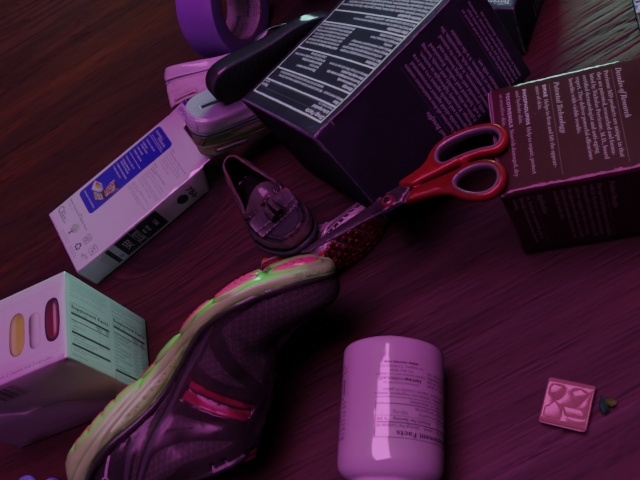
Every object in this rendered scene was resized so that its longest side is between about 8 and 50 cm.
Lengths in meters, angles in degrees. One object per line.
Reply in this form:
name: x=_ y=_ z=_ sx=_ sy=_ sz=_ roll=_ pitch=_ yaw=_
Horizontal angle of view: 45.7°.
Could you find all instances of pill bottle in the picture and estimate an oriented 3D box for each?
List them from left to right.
pill bottle: x=0.087 y=0.245 z=0.936 sx=0.131 sy=0.131 sz=0.229 roll=-7 pitch=61 yaw=23

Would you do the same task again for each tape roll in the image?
tape roll: x=-0.177 y=-0.433 z=1.398 sx=0.080 sy=0.189 sz=0.189 roll=7 pitch=67 yaw=29

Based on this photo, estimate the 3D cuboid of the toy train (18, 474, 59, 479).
toy train: x=-0.387 y=0.406 z=1.114 sx=0.184 sy=0.080 sz=0.105 roll=-1 pitch=69 yaw=25

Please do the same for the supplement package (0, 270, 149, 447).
supplement package: x=-0.432 y=0.192 z=1.172 sx=0.262 sy=0.204 sz=0.145 roll=-24 pitch=56 yaw=14

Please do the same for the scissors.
scissors: x=0.103 y=-0.065 z=0.978 sx=0.297 sy=0.021 sz=0.109 roll=-18 pitch=60 yaw=24

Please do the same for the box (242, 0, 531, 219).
box: x=0.083 y=-0.224 z=1.112 sx=0.294 sy=0.183 sz=0.296 roll=-45 pitch=31 yaw=-3

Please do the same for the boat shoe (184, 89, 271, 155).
boat shoe: x=-0.086 y=-0.236 z=1.285 sx=0.302 sy=0.094 sz=0.109 roll=-22 pitch=57 yaw=-15

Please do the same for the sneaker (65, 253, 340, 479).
sneaker: x=-0.133 y=0.206 z=1.042 sx=0.202 sy=0.185 sz=0.483 roll=44 pitch=102 yaw=2

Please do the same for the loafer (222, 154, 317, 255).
loafer: x=-0.093 y=-0.059 z=1.166 sx=0.096 sy=0.084 sz=0.267 roll=-42 pitch=32 yaw=-3

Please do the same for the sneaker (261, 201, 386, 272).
sneaker: x=0.000 y=0.000 z=1.139 sx=0.225 sy=0.088 sz=0.092 roll=-37 pitch=53 yaw=3

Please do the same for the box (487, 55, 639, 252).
box: x=0.338 y=-0.105 z=0.980 sx=0.203 sy=0.168 sz=0.167 roll=-11 pitch=59 yaw=20

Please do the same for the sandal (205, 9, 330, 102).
sandal: x=-0.074 y=-0.309 z=1.219 sx=0.255 sy=0.097 sz=0.054 roll=-27 pitch=59 yaw=-19

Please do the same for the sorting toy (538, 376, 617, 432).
sorting toy: x=0.313 y=0.202 z=0.922 sx=0.083 sy=0.012 sz=0.062 roll=7 pitch=62 yaw=33

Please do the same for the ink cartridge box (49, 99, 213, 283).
ink cartridge box: x=-0.320 y=-0.089 z=1.357 sx=0.333 sy=0.065 sz=0.165 roll=-39 pitch=54 yaw=3

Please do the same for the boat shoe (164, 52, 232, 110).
boat shoe: x=-0.162 y=-0.288 z=1.376 sx=0.268 sy=0.096 sz=0.088 roll=-6 pitch=90 yaw=16

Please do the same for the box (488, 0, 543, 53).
box: x=0.274 y=-0.414 z=1.217 sx=0.153 sy=0.108 sz=0.207 roll=10 pitch=68 yaw=29

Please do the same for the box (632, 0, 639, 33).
box: x=0.512 y=-0.355 z=1.119 sx=0.094 sy=0.027 sz=0.137 roll=-11 pitch=60 yaw=22
